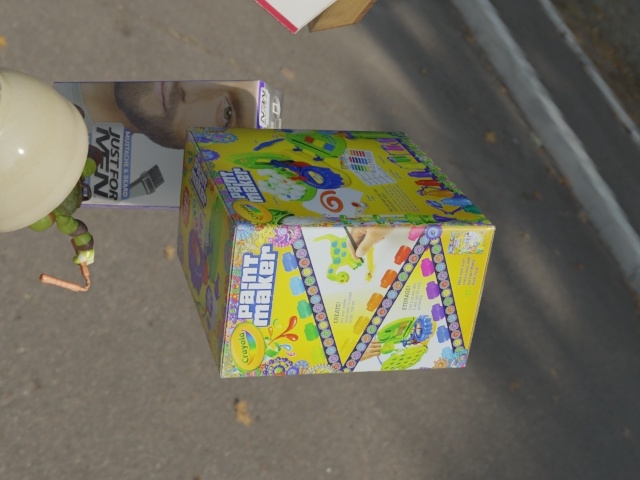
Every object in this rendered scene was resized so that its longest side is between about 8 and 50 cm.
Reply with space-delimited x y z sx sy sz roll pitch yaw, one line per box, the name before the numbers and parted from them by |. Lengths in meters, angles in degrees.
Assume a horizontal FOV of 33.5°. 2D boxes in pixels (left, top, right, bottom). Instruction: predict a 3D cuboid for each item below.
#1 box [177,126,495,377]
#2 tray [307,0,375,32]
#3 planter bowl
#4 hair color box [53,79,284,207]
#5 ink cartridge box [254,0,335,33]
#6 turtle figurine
box | 0.000 0.000 1.206 0.279 0.177 0.290 0 26 -17
tray | -0.009 -0.481 1.292 0.203 0.076 0.411 167 -89 -80
planter bowl | -0.320 -0.103 1.017 0.162 0.162 0.109 66 5 30
hair color box | -0.230 -0.137 1.565 0.110 0.338 0.185 9 84 -72
ink cartridge box | -0.078 -0.315 0.893 0.237 0.100 0.172 57 13 20
turtle figurine | -0.340 -0.085 1.337 0.269 0.087 0.217 55 24 -33
